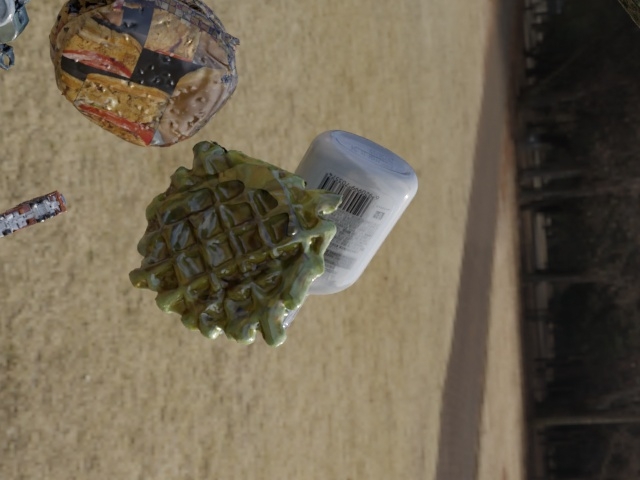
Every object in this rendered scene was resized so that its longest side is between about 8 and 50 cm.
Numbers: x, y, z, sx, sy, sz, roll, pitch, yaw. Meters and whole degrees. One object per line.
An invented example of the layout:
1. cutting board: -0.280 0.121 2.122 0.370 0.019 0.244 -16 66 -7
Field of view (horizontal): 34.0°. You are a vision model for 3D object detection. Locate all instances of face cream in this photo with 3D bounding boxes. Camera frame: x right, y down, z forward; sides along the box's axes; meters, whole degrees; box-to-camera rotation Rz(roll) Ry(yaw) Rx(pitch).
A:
1. face cream: 0.000 0.000 1.305 0.071 0.144 0.291 -81 -163 -55

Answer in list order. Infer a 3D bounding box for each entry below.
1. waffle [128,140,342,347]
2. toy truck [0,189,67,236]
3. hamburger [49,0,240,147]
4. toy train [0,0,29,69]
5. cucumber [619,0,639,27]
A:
1. waffle: -0.102 0.005 1.143 0.204 0.223 0.054 -66 159 -1
2. toy truck: -0.286 -0.024 1.004 0.032 0.083 0.024 -130 -163 -73
3. hamburger: -0.212 -0.207 1.240 0.107 0.231 0.231 -98 174 -48
4. toy train: -0.347 -0.262 0.982 0.089 0.127 0.219 -85 168 -60
5. cucumber: 0.386 -0.312 1.251 0.265 0.077 0.077 59 13 4
